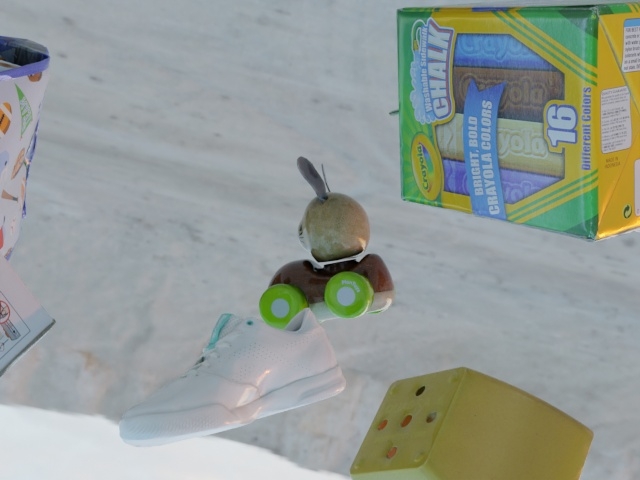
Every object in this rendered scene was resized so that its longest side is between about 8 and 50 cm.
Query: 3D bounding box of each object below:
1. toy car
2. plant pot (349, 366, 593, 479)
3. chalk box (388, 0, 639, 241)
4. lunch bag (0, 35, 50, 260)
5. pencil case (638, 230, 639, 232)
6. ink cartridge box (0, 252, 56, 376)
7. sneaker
[{"bbox_3d":[0.000,0.000,1.171,0.149,0.188,0.155,-11,175,14],"label":"toy car"},{"bbox_3d":[0.164,0.272,1.233,0.187,0.212,0.212,42,146,-19],"label":"plant pot"},{"bbox_3d":[0.135,-0.090,0.664,0.132,0.132,0.213,-13,-161,-35],"label":"chalk box"},{"bbox_3d":[-0.532,-0.112,1.414,0.239,0.327,0.385,21,-158,16],"label":"lunch bag"},{"bbox_3d":[0.431,-0.039,1.022,0.386,0.160,0.167,26,151,45],"label":"pencil case"},{"bbox_3d":[-0.409,0.003,0.809,0.272,0.130,0.309,-15,116,43],"label":"ink cartridge box"},{"bbox_3d":[-0.078,0.107,0.841,0.212,0.094,0.080,-11,172,-42],"label":"sneaker"}]
